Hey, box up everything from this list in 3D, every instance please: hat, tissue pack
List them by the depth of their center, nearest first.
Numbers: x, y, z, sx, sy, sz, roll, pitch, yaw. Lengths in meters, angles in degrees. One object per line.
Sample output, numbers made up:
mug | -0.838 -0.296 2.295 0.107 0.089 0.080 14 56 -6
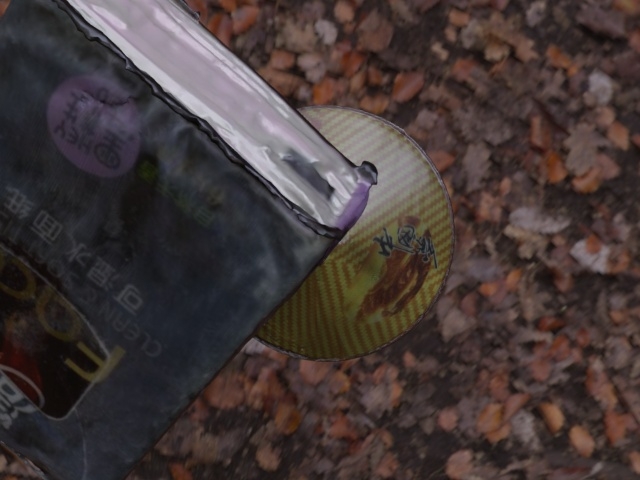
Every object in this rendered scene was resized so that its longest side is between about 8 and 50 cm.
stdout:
tissue pack | -0.157 0.003 0.912 0.259 0.361 0.122 43 36 0
hat | 0.000 0.000 0.937 0.193 0.082 0.193 1 97 7
